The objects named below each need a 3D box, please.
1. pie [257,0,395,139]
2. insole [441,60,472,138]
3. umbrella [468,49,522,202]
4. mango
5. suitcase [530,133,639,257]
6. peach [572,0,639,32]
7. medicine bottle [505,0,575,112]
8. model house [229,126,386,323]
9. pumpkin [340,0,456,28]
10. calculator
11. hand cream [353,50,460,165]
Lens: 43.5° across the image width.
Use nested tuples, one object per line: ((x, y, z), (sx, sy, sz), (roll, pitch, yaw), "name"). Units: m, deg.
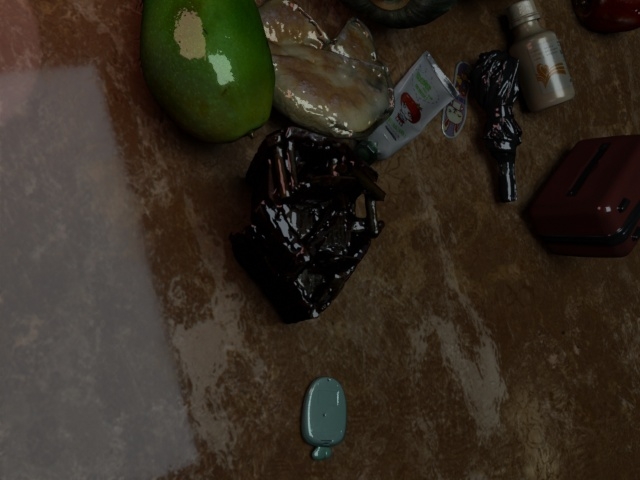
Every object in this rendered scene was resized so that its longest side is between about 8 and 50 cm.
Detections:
((0.000, -0.327, 1.541), (0.337, 0.075, 0.338), (13, 61, -24), "pie")
((0.308, -0.314, 1.791), (0.065, 0.004, 0.197), (26, 70, -25), "insole")
((0.402, -0.254, 1.791), (0.118, 0.118, 0.340), (-8, 93, -32), "umbrella")
((-0.203, -0.348, 1.368), (0.225, 0.201, 0.382), (-15, 87, -22), "mango")
((0.640, -0.102, 1.830), (0.297, 0.236, 0.161), (-50, 119, -28), "suitcase")
((0.782, -0.611, 2.053), (0.267, 0.158, 0.154), (-4, 90, -34), "peach")
((0.501, -0.431, 1.866), (0.114, 0.114, 0.252), (-21, 92, -32), "medicine bottle")
((0.000, 0.000, 1.394), (0.297, 0.317, 0.283), (7, 75, -18), "model house")
((0.142, -0.584, 1.567), (0.327, 0.291, 0.258), (33, 47, -36), "pumpkin")
((0.008, 0.331, 1.492), (0.095, 0.021, 0.153), (11, 73, -30), "calculator")
((0.177, -0.270, 1.677), (0.121, 0.076, 0.336), (52, 54, -13), "hand cream")
